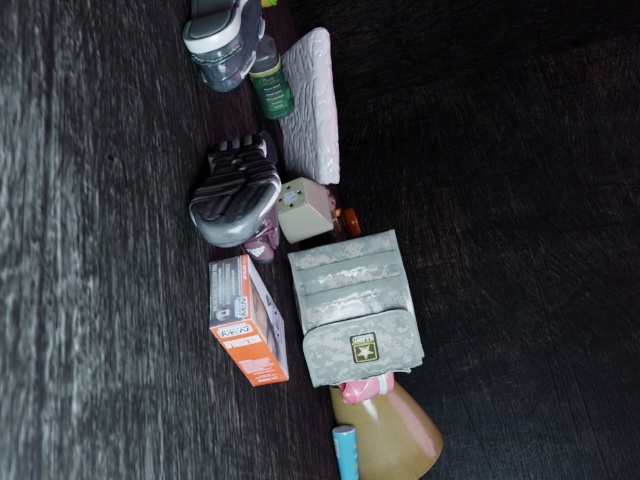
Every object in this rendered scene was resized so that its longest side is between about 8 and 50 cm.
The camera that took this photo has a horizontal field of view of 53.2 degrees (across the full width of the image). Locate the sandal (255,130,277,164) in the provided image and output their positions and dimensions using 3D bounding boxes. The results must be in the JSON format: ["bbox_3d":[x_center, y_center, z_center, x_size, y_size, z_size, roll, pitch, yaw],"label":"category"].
[{"bbox_3d":[-0.122,-0.154,1.150,0.179,0.040,0.067,-51,124,-64],"label":"sandal"}]

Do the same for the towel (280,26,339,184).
[{"bbox_3d":[-0.031,-0.295,1.507,0.317,0.053,0.332,-169,-107,-72],"label":"towel"}]

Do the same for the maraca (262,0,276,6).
[{"bbox_3d":[-0.165,-0.621,1.480,0.186,0.099,0.127,49,10,-11],"label":"maraca"}]

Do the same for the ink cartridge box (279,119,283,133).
[{"bbox_3d":[-0.049,-0.383,1.855,0.231,0.134,0.078,-88,163,-67],"label":"ink cartridge box"}]

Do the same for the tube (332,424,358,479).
[{"bbox_3d":[0.063,0.517,1.409,0.080,0.052,0.207,-17,101,-75],"label":"tube"}]

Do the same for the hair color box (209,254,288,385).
[{"bbox_3d":[-0.087,0.104,0.795,0.167,0.053,0.093,68,12,-53],"label":"hair color box"}]

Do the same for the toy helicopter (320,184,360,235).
[{"bbox_3d":[0.001,-0.149,1.829,0.355,0.140,0.235,66,6,-65],"label":"toy helicopter"}]

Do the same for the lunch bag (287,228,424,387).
[{"bbox_3d":[0.072,0.150,1.328,0.169,0.235,0.287,78,0,-75],"label":"lunch bag"}]

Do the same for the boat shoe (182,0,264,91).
[{"bbox_3d":[-0.143,-0.335,0.994,0.303,0.114,0.091,-79,157,-47],"label":"boat shoe"}]

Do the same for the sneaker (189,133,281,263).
[{"bbox_3d":[-0.088,-0.022,0.825,0.281,0.106,0.163,-93,172,-63],"label":"sneaker"}]

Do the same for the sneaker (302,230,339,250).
[{"bbox_3d":[0.000,0.000,1.656,0.106,0.101,0.267,72,8,-60],"label":"sneaker"}]

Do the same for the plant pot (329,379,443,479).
[{"bbox_3d":[0.132,0.417,1.524,0.254,0.237,0.237,62,9,-13],"label":"plant pot"}]

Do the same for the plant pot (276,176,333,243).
[{"bbox_3d":[-0.046,-0.074,1.382,0.096,0.109,0.109,47,28,-54],"label":"plant pot"}]

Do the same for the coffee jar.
[{"bbox_3d":[-0.116,-0.368,1.438,0.184,0.079,0.096,69,7,-55],"label":"coffee jar"}]

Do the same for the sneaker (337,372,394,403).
[{"bbox_3d":[0.033,0.226,1.432,0.314,0.136,0.116,53,-25,32],"label":"sneaker"}]
